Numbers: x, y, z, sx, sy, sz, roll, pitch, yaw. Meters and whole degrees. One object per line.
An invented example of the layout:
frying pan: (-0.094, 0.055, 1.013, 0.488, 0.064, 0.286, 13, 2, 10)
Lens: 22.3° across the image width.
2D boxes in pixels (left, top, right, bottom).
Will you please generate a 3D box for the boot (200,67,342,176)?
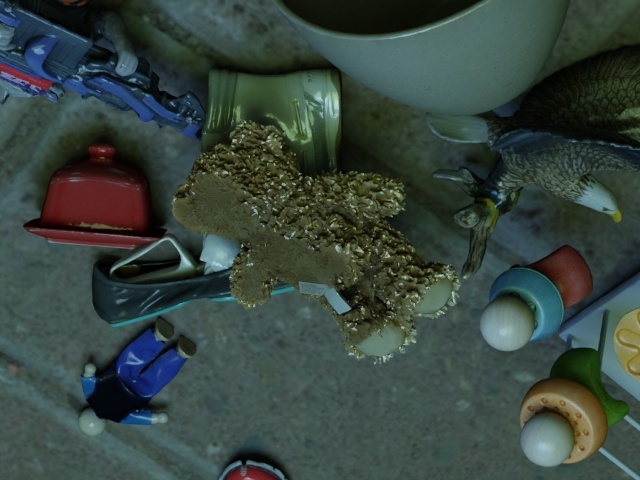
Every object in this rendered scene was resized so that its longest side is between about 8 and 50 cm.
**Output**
boot: (-0.057, -0.100, 1.901, 0.165, 0.077, 0.213, 1, 112, 0)

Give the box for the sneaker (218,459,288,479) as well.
sneaker: (-0.092, 0.419, 2.142, 0.107, 0.118, 0.279, 4, 117, -2)

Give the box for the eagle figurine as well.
eagle figurine: (0.286, -0.104, 1.821, 0.225, 0.226, 0.298, 14, 142, -40)

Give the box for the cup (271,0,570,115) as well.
cup: (0.132, -0.267, 1.708, 0.331, 0.331, 0.237, -21, 140, 11)

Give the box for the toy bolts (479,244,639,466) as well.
toy bolts: (0.279, 0.122, 1.784, 0.218, 0.158, 0.228, -31, 93, 38)

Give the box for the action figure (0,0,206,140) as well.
action figure: (-0.241, -0.264, 1.794, 0.341, 0.178, 0.330, 31, 121, -29)

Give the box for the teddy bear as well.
teddy bear: (0.000, 0.000, 1.838, 0.338, 0.113, 0.245, 25, 132, 0)

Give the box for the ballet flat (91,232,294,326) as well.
ballet flat: (-0.148, 0.034, 1.962, 0.280, 0.095, 0.096, -13, 111, 7)

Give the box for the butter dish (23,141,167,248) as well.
butter dish: (-0.259, -0.056, 1.902, 0.160, 0.160, 0.118, 4, 94, -3)

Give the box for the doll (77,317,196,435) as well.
doll: (-0.241, 0.187, 2.066, 0.129, 0.046, 0.189, 41, 110, -17)

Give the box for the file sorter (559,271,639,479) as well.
file sorter: (0.441, 0.144, 1.928, 0.193, 0.173, 0.278, 38, 128, -16)
